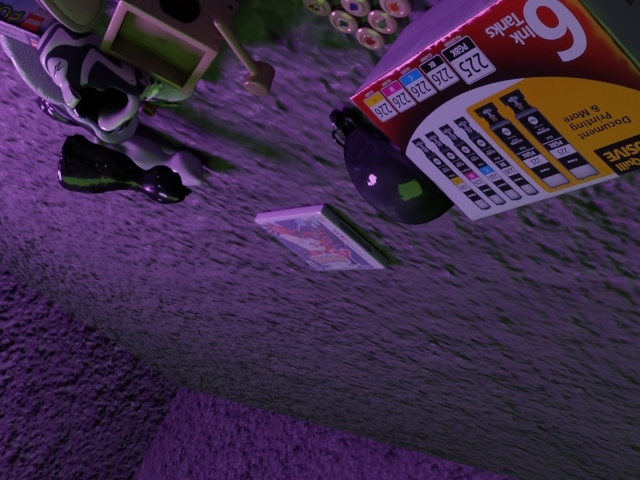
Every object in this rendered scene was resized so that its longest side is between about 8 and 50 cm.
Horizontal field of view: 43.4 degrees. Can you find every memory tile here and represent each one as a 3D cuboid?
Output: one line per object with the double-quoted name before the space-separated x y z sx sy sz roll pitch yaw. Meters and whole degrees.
"memory tile" 0.023 -0.273 0.895 0.148 0.012 0.113 30 157 -9

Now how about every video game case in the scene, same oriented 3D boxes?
"video game case" 0.000 0.000 1.503 0.183 0.023 0.201 40 154 -30

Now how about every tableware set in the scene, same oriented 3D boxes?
"tableware set" -0.304 -0.251 1.270 0.104 0.024 0.154 7 152 37

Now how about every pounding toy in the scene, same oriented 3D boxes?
"pounding toy" -0.143 -0.263 0.997 0.206 0.094 0.181 26 155 -17

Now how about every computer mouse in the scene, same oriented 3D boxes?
"computer mouse" 0.088 -0.075 1.018 0.188 0.072 0.272 36 -172 -14

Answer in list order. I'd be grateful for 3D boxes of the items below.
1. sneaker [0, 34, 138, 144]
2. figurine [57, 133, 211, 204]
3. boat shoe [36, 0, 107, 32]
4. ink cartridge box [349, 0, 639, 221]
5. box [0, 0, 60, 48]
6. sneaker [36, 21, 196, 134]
"sneaker" -0.416 -0.253 1.258 0.153 0.101 0.268 18 160 41
"figurine" -0.303 -0.122 1.370 0.210 0.092 0.215 16 -161 3
"boat shoe" -0.351 -0.383 0.922 0.097 0.116 0.324 19 153 27
"ink cartridge box" 0.227 -0.133 0.778 0.272 0.130 0.309 42 155 -14
"box" -0.437 -0.343 1.093 0.207 0.114 0.036 22 157 7
"sneaker" -0.255 -0.196 1.086 0.094 0.153 0.235 -39 148 27
